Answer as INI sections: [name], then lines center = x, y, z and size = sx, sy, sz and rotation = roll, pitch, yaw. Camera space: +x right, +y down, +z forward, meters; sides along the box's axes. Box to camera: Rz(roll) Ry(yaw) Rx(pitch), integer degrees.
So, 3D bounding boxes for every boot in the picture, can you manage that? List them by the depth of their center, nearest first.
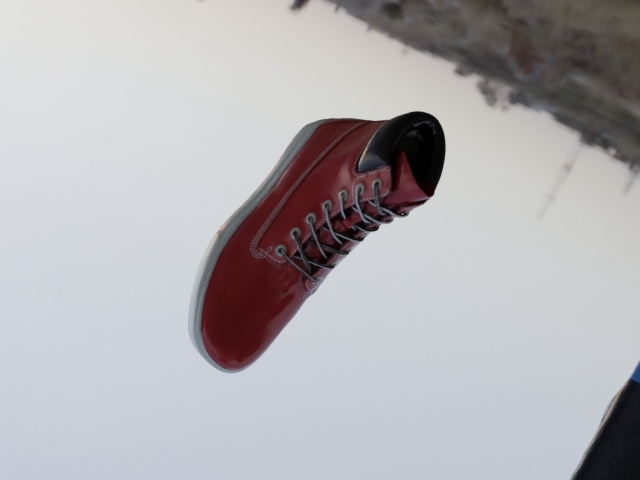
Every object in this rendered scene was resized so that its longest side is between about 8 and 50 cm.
[boot]
center = 0.000, 0.000, 0.947
size = 0.088, 0.244, 0.176
rotation = 39, 162, -27

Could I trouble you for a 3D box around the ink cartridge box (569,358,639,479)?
[ink cartridge box]
center = 0.233, 0.119, 0.324
size = 0.332, 0.165, 0.065
rotation = 28, 170, 17
